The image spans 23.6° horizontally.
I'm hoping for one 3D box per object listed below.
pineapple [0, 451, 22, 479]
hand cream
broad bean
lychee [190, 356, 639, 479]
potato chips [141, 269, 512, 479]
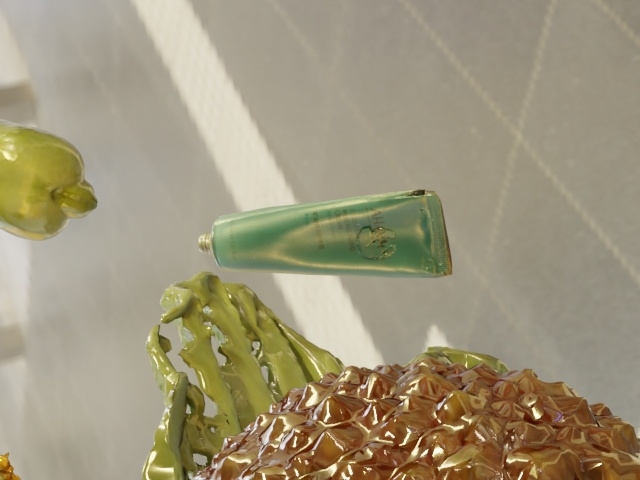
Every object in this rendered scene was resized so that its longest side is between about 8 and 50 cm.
[{"bbox_3d":[-0.213,0.214,1.016,0.114,0.114,0.077,43,174,13],"label":"pineapple"},{"bbox_3d":[0.000,0.000,1.325,0.048,0.224,0.083,-57,-41,-59],"label":"hand cream"},{"bbox_3d":[-0.246,-0.059,1.140,0.174,0.082,0.124,28,178,22],"label":"broad bean"},{"bbox_3d":[0.049,0.164,0.661,0.271,0.236,0.236,-33,73,53],"label":"lychee"},{"bbox_3d":[0.028,0.206,0.907,0.097,0.373,0.389,-30,50,40],"label":"potato chips"}]
